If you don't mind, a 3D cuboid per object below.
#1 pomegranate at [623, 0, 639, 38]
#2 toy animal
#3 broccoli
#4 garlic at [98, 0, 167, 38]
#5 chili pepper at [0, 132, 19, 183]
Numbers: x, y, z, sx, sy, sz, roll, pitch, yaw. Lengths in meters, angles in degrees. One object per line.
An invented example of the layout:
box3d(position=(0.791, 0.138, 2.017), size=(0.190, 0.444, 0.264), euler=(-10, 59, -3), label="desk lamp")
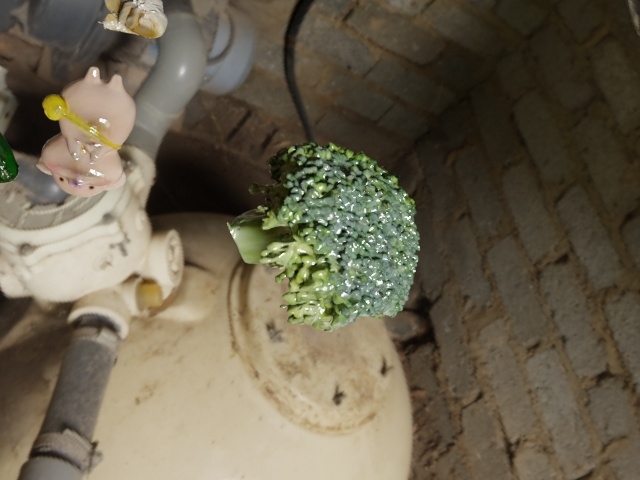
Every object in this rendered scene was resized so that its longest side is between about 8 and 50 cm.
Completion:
box3d(position=(0.292, -0.212, 0.604), size=(0.122, 0.143, 0.169), euler=(28, 16, 13), label="pomegranate")
box3d(position=(-0.420, -0.194, 1.450), size=(0.165, 0.248, 0.149), euler=(23, 30, -7), label="toy animal")
box3d(position=(0.025, 0.006, 1.263), size=(0.339, 0.318, 0.277), euler=(0, 83, -33), label="broccoli")
box3d(position=(-0.296, -0.375, 1.289), size=(0.113, 0.094, 0.074), euler=(32, 57, -11), label="garlic")
box3d(position=(-0.656, -0.176, 1.380), size=(0.165, 0.174, 0.261), euler=(-50, 117, -24), label="chili pepper")
